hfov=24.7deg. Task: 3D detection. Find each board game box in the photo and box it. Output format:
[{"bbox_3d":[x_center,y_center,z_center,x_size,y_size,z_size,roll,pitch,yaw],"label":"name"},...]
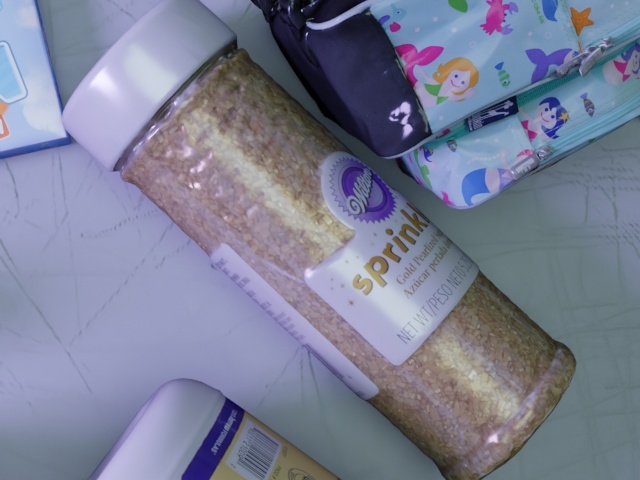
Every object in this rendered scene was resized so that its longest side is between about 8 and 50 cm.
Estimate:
[{"bbox_3d":[-0.268,-0.150,0.968,0.160,0.039,0.211,-14,89,-8],"label":"board game box"}]

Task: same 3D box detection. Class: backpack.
[{"bbox_3d":[0.115,-0.148,0.916,0.253,0.225,0.191,-36,108,-3],"label":"backpack"}]

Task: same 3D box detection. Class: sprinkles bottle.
[{"bbox_3d":[0.000,0.000,0.948,0.355,0.121,0.121,43,83,-3],"label":"sprinkles bottle"}]

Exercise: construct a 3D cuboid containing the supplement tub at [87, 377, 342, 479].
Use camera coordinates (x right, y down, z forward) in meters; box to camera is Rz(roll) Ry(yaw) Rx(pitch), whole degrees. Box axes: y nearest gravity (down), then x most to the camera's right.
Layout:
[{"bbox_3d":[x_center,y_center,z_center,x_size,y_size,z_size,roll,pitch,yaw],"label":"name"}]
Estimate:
[{"bbox_3d":[-0.021,0.265,0.867,0.331,0.241,0.241,37,83,-3],"label":"supplement tub"}]
